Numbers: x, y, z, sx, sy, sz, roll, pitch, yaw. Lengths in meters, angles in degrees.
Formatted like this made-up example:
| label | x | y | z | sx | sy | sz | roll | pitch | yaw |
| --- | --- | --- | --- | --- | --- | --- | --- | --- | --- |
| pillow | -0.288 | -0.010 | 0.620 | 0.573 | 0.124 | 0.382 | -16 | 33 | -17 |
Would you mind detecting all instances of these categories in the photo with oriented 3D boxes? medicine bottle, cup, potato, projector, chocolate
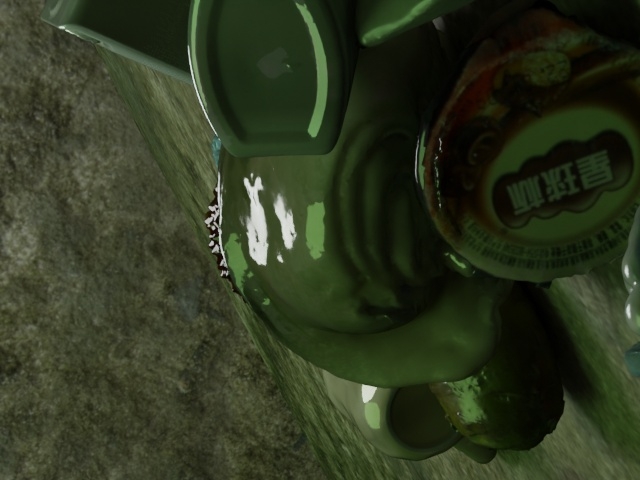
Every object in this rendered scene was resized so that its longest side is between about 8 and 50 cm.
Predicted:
| label | x | y | z | sx | sy | sz | roll | pitch | yaw |
| --- | --- | --- | --- | --- | --- | --- | --- | --- | --- |
| medicine bottle | -0.019 | -0.189 | 0.941 | 0.296 | 0.111 | 0.161 | -77 | -17 | -55 |
| cup | 0.127 | 0.237 | 1.811 | 0.255 | 0.173 | 0.202 | 64 | 168 | -20 |
| potato | 0.168 | 0.095 | 1.420 | 0.298 | 0.141 | 0.176 | 66 | 154 | -1 |
| projector | -0.237 | -0.324 | 1.655 | 0.242 | 0.177 | 0.163 | 22 | -176 | -29 |
| chocolate | 0.156 | -0.089 | 0.980 | 0.147 | 0.221 | 0.221 | -110 | -4 | -60 |

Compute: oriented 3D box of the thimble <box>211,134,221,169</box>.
| label | x | y | z | sx | sy | sz | roll | pitch | yaw |
| --- | --- | --- | --- | --- | --- | --- | --- | --- | --- |
| thimble | -0.051 | -0.100 | 1.776 | 0.198 | 0.143 | 0.235 | 55 | 165 | 14 |

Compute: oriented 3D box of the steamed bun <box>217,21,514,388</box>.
| label | x | y | z | sx | sy | sz | roll | pitch | yaw |
| --- | --- | --- | --- | --- | --- | --- | --- | --- | --- |
| steamed bun | 0.031 | -0.033 | 1.168 | 0.352 | 0.247 | 0.339 | -84 | -28 | -56 |

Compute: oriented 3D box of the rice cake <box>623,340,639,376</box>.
| label | x | y | z | sx | sy | sz | roll | pitch | yaw |
| --- | --- | --- | --- | --- | --- | --- | --- | --- | --- |
| rice cake | 0.315 | 0.106 | 1.112 | 0.042 | 0.030 | 0.180 | 57 | 168 | -2 |

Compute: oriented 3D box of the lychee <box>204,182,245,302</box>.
| label | x | y | z | sx | sy | sz | roll | pitch | yaw |
| --- | --- | --- | --- | --- | --- | --- | --- | --- | --- |
| lychee | 0.000 | 0.000 | 1.568 | 0.267 | 0.267 | 0.267 | 54 | 167 | 19 |

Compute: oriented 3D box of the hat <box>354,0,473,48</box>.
| label | x | y | z | sx | sy | sz | roll | pitch | yaw |
| --- | --- | --- | --- | --- | --- | --- | --- | --- | --- |
| hat | 0.095 | -0.266 | 0.890 | 0.301 | 0.168 | 0.257 | -17 | -83 | -79 |

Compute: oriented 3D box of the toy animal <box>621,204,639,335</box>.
| label | x | y | z | sx | sy | sz | roll | pitch | yaw |
| --- | --- | --- | --- | --- | --- | --- | --- | --- | --- |
| toy animal | 0.270 | 0.013 | 0.750 | 0.208 | 0.156 | 0.204 | 57 | 153 | 27 |
